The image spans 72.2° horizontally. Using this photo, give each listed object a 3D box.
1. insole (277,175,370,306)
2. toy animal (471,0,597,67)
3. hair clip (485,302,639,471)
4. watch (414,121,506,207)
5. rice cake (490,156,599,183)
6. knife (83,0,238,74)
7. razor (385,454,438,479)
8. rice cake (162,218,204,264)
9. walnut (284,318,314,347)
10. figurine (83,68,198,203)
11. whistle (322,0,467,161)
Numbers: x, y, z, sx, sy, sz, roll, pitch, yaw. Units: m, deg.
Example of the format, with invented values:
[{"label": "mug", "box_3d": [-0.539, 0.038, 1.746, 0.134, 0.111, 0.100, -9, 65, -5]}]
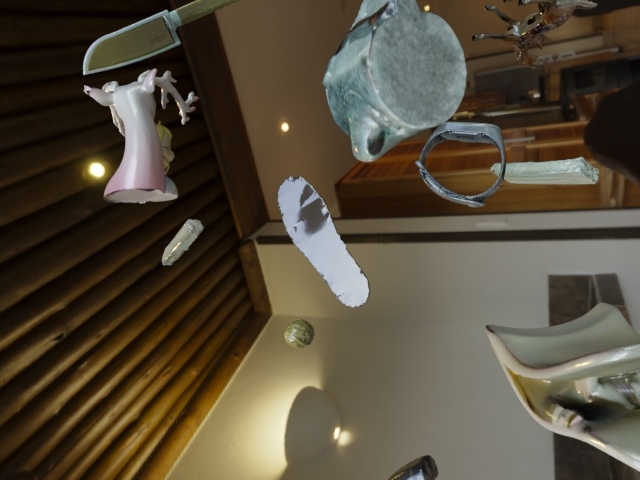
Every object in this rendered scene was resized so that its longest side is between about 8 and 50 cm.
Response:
[{"label": "insole", "box_3d": [0.000, 0.000, 0.941, 0.327, 0.111, 0.007, 57, -160, 15]}, {"label": "toy animal", "box_3d": [0.479, -0.473, 1.002, 0.260, 0.243, 0.087, 2, -85, -24]}, {"label": "hair clip", "box_3d": [0.312, 0.149, 0.486, 0.282, 0.173, 0.113, 22, -124, -82]}, {"label": "watch", "box_3d": [0.331, -0.183, 1.043, 0.068, 0.206, 0.192, 17, -93, -61]}, {"label": "rice cake", "box_3d": [0.538, -0.165, 1.065, 0.124, 0.211, 0.038, 12, -94, -40]}, {"label": "knife", "box_3d": [-0.286, -0.394, 0.821, 0.343, 0.027, 0.061, -30, -55, -13]}, {"label": "razor", "box_3d": [0.182, 0.522, 0.945, 0.054, 0.148, 0.090, 54, -160, 20]}, {"label": "rice cake", "box_3d": [-0.430, 0.010, 1.352, 0.052, 0.256, 0.057, 31, -131, -20]}, {"label": "walnut", "box_3d": [-0.061, 0.273, 1.286, 0.092, 0.092, 0.092, 4, -95, -63]}, {"label": "figurine", "box_3d": [-0.403, -0.240, 0.981, 0.284, 0.207, 0.315, 145, 125, -85]}, {"label": "whistle", "box_3d": [0.114, -0.343, 0.753, 0.188, 0.168, 0.404, -10, -85, -22]}]
